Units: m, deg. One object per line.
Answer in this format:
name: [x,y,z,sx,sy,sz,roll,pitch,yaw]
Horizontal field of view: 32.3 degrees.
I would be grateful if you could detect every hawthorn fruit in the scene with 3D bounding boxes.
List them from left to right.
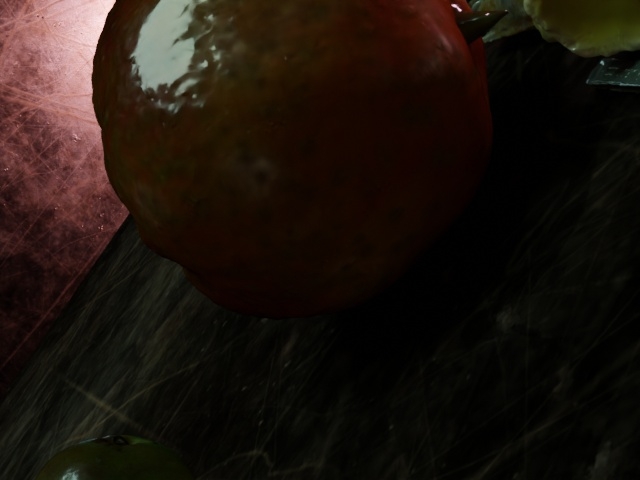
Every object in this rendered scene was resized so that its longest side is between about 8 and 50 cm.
hawthorn fruit: [-0.003,-0.131,1.056,0.403,0.402,0.403,-48,16,19]

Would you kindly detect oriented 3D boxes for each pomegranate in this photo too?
pomegranate: [-0.203,0.300,1.096,0.180,0.179,0.210,168,100,-68]

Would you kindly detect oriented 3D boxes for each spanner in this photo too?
spanner: [0.271,-0.123,0.824,0.093,0.026,0.325,-52,14,3]

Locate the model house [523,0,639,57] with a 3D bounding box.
model house: [0.262,-0.278,0.903,0.234,0.174,0.193,-34,25,44]

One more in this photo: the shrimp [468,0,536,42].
shrimp: [0.239,-0.302,1.179,0.317,0.077,0.168,-12,59,67]
